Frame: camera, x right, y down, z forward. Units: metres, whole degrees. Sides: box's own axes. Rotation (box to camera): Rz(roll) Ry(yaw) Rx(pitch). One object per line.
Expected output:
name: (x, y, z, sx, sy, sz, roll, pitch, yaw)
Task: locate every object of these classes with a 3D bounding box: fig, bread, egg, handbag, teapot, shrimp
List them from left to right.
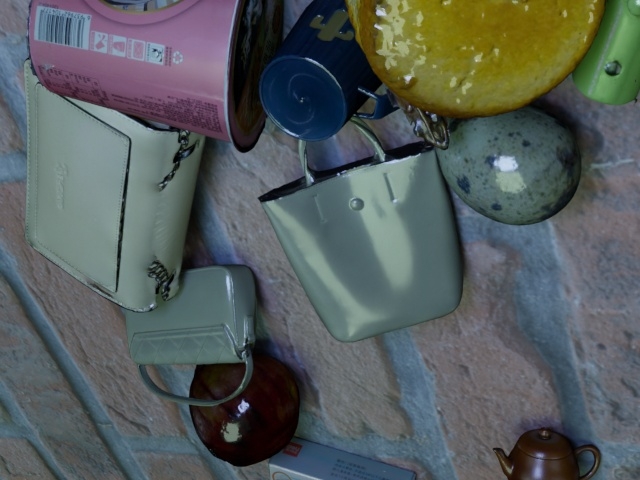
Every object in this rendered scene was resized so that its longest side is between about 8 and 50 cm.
handbag: (-0.286, -0.091, 1.241, 0.236, 0.160, 0.359, 36, 136, 18)
handbag: (-0.206, 0.154, 1.394, 0.256, 0.079, 0.219, -7, 84, 33)
fig: (-0.156, 0.262, 1.466, 0.249, 0.186, 0.204, 32, 163, 19)
handbag: (0.057, -0.022, 1.138, 0.241, 0.109, 0.315, -17, 121, 6)
shrimp: (0.087, -0.211, 0.944, 0.052, 0.143, 0.251, -21, 86, 24)
bread: (0.143, -0.235, 0.792, 0.268, 0.146, 0.269, 0, 119, 0)
egg: (0.213, -0.096, 1.006, 0.181, 0.141, 0.141, 33, 137, 25)
teapot: (0.344, 0.335, 1.323, 0.173, 0.116, 0.116, -1, 131, -6)

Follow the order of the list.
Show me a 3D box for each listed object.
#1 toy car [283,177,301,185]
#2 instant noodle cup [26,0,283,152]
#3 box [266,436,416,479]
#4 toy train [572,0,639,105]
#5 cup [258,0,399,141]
toy car: (0.000, 0.000, 1.236, 0.095, 0.056, 0.205, -21, 123, -2)
instant noodle cup: (-0.188, -0.236, 1.010, 0.254, 0.244, 0.244, 10, 131, 9)
box: (0.037, 0.453, 1.584, 0.269, 0.079, 0.135, 11, 130, 19)
toy train: (0.306, -0.249, 0.818, 0.105, 0.157, 0.253, 18, 130, 10)
cup: (0.026, -0.193, 1.009, 0.176, 0.155, 0.131, 20, 133, 13)
